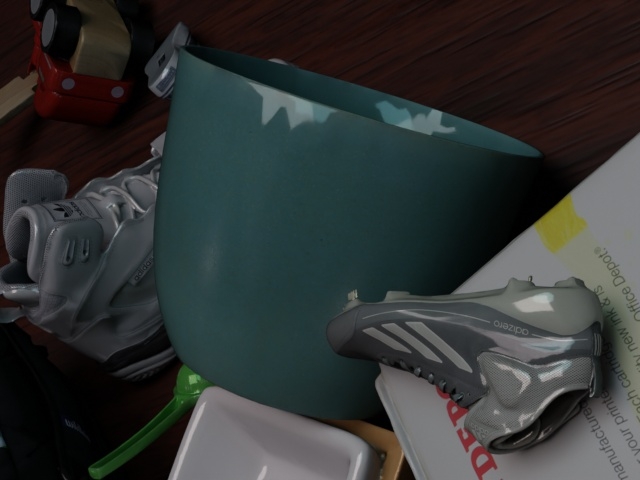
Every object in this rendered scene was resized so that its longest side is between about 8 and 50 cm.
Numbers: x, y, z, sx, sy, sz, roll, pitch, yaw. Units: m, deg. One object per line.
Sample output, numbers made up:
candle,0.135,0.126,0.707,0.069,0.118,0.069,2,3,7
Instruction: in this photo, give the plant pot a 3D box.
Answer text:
plant pot,0.000,0.000,1.003,0.293,0.293,0.235,28,105,46

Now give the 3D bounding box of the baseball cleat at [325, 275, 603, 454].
baseball cleat,0.081,0.080,0.799,0.206,0.072,0.109,-13,69,44

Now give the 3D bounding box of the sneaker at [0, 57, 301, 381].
sneaker,-0.164,-0.037,1.216,0.366,0.210,0.137,-55,45,10

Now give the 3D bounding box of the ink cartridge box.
ink cartridge box,0.254,0.085,0.798,0.385,0.160,0.279,-42,48,22

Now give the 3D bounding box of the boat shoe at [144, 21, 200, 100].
boat shoe,-0.139,-0.174,1.366,0.065,0.083,0.183,-49,19,15

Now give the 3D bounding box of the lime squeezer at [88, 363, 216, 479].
lime squeezer,-0.102,0.092,1.136,0.059,0.110,0.310,11,62,24

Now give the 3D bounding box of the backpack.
backpack,-0.313,0.210,1.203,0.273,0.290,0.355,-32,45,9

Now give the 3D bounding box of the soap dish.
soap dish,-0.039,0.274,1.026,0.229,0.118,0.290,12,81,46

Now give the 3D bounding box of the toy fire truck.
toy fire truck,-0.323,-0.194,1.507,0.246,0.158,0.217,-66,34,29
